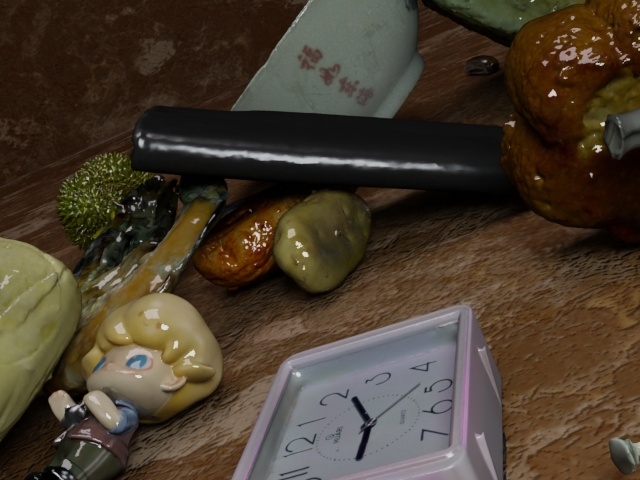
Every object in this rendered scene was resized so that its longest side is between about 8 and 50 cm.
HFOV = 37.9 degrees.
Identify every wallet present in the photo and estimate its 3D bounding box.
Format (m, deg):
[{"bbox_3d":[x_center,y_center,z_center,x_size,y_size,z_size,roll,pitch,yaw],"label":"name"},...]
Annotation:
[{"bbox_3d":[0.013,-0.101,1.007,0.405,0.062,0.228,3,13,-2],"label":"wallet"}]

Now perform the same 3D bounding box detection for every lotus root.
[{"bbox_3d":[0.283,-0.309,1.630,0.037,0.030,0.083,-26,18,-16],"label":"lotus root"}]

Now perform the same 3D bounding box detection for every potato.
[{"bbox_3d":[0.000,0.000,0.942,0.070,0.092,0.138,-25,12,44],"label":"potato"}]

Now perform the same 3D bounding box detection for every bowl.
[{"bbox_3d":[0.028,-0.253,1.395,0.435,0.196,0.435,-54,8,10],"label":"bowl"}]

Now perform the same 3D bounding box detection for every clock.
[{"bbox_3d":[0.034,0.121,0.570,0.150,0.063,0.197,-19,17,17],"label":"clock"}]

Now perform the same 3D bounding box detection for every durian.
[{"bbox_3d":[-0.346,-0.060,1.482,0.159,0.146,0.198,-16,15,27],"label":"durian"}]

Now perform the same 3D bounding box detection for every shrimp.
[{"bbox_3d":[-0.192,0.000,1.034,0.272,0.085,0.445,-43,18,18],"label":"shrimp"}]

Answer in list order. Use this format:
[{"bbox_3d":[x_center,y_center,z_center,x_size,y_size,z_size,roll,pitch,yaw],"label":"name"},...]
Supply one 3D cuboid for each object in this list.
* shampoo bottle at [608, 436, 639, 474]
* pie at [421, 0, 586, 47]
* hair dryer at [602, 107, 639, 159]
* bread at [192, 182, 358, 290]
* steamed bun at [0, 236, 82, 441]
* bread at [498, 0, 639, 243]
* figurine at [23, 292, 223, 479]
[{"bbox_3d":[0.219,0.084,0.475,0.151,0.045,0.077,-23,17,4],"label":"shampoo bottle"},{"bbox_3d":[0.314,-0.355,1.358,0.395,0.181,0.418,15,24,2],"label":"pie"},{"bbox_3d":[0.352,-0.063,0.548,0.361,0.121,0.301,-3,34,23],"label":"hair dryer"},{"bbox_3d":[-0.042,-0.021,1.075,0.139,0.095,0.269,-17,7,34],"label":"bread"},{"bbox_3d":[-0.355,0.100,0.859,0.273,0.166,0.232,-25,31,46],"label":"steamed bun"},{"bbox_3d":[0.255,-0.107,0.718,0.246,0.232,0.135,-11,29,12],"label":"bread"},{"bbox_3d":[-0.164,0.127,0.756,0.114,0.108,0.196,-38,8,48],"label":"figurine"}]
